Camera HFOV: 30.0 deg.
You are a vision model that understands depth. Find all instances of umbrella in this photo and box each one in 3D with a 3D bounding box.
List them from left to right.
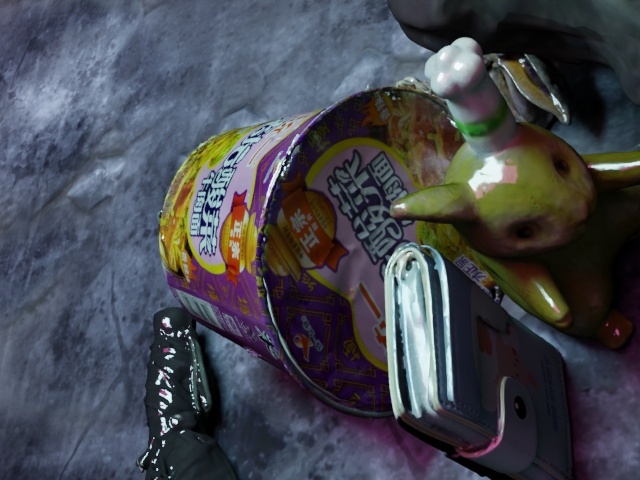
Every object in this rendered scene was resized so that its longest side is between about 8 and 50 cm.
[{"bbox_3d":[-0.166,0.232,1.411,0.106,0.113,0.358,-43,41,43],"label":"umbrella"}]

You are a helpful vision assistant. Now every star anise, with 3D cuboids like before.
[{"bbox_3d":[0.207,-0.218,1.337,0.073,0.212,0.197,-28,23,-17],"label":"star anise"}]

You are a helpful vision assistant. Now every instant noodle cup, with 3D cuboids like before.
[{"bbox_3d":[0.000,0.000,1.294,0.266,0.339,0.340,9,71,53],"label":"instant noodle cup"}]

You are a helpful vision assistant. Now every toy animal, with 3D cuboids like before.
[{"bbox_3d":[0.202,-0.027,1.106,0.180,0.363,0.181,24,85,31],"label":"toy animal"}]

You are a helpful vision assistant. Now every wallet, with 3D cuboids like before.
[{"bbox_3d":[0.151,0.128,1.112,0.075,0.250,0.176,-22,53,29],"label":"wallet"}]

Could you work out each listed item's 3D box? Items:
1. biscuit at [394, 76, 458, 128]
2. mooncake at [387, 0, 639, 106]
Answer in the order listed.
[{"bbox_3d":[0.158,-0.136,1.350,0.250,0.133,0.032,41,112,44],"label":"biscuit"},{"bbox_3d":[0.257,-0.273,1.089,0.381,0.212,0.350,27,45,30],"label":"mooncake"}]
